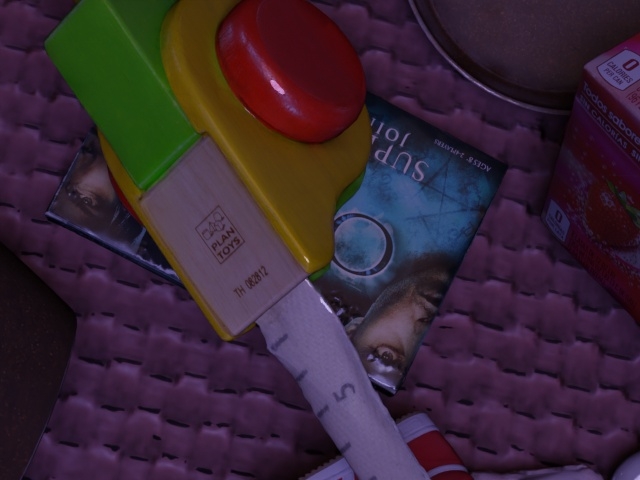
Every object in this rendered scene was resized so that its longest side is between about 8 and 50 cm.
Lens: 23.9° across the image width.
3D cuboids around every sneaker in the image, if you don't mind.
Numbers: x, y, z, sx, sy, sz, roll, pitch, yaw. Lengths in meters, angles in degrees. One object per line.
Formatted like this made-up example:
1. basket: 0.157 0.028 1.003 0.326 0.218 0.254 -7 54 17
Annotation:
1. sneaker: 0.020 0.127 0.648 0.118 0.042 0.067 -31 63 -24

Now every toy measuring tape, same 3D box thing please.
1. toy measuring tape: 0.000 0.000 0.647 0.121 0.121 0.330 -34 84 -9

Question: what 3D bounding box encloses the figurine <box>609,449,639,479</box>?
1. figurine: 0.275 0.143 0.714 0.209 0.092 0.215 -33 87 -17

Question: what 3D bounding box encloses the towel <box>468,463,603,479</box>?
1. towel: -0.012 0.253 0.624 0.331 0.053 0.317 -4 60 -9

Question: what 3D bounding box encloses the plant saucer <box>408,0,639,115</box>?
1. plant saucer: 0.119 -0.142 0.753 0.168 0.029 0.168 1 82 -7

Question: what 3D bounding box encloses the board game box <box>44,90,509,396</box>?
1. board game box: -0.020 -0.023 0.723 0.186 0.026 0.126 27 80 -2

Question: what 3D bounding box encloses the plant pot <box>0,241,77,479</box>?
1. plant pot: -0.226 0.031 0.619 0.230 0.215 0.215 24 81 -17

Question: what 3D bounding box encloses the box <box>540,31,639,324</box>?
1. box: 0.230 0.013 0.648 0.128 0.123 0.257 -31 64 -21
